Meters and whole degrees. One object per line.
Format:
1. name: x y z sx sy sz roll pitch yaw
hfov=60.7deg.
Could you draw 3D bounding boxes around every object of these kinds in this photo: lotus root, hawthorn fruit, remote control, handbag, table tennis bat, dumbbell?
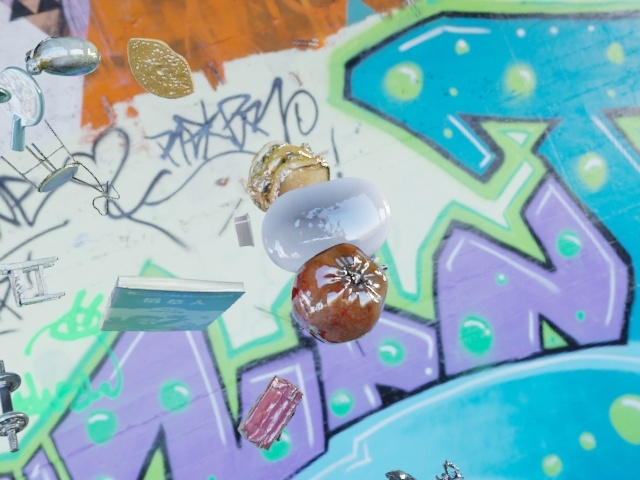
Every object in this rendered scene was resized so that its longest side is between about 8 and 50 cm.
1. lotus root: -0.548 -0.392 1.167 0.165 0.088 0.088 -23 -2 -38
2. hawthorn fruit: 0.022 0.129 1.173 0.208 0.208 0.248 -21 -17 -39
3. remote control: 0.010 -0.039 1.349 0.331 0.221 0.103 -11 -20 12
4. handbag: -0.154 0.552 1.751 0.225 0.135 0.146 -54 -5 -23
5. table tennis bat: -0.801 -0.343 1.454 0.237 0.149 0.038 -65 -6 33
6. dumbbell: -0.733 0.382 1.278 0.081 0.254 0.082 -22 -39 -19

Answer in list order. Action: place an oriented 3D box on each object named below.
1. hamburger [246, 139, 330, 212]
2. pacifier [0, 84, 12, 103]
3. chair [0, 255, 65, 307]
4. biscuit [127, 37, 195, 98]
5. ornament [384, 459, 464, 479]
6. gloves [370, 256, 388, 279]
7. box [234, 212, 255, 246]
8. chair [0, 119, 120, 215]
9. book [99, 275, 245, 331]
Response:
1. hamburger: -0.086 -0.181 1.675 0.211 0.261 0.245 25 -7 46
2. pacifier: -0.638 -0.306 1.009 0.126 0.117 0.150 2 -8 -1
3. chair: -0.987 0.146 1.767 0.270 0.147 0.136 -10 -5 -35
4. biscuit: -0.458 -0.486 1.562 0.142 0.220 0.029 -53 18 12
5. ornament: 0.312 0.700 1.592 0.202 0.080 0.236 18 13 32
6. gloves: 0.129 0.141 1.664 0.111 0.127 0.212 -7 50 34
7. box: -0.293 -0.037 2.101 0.062 0.122 0.089 -11 21 -5
8. chair: -0.806 -0.201 1.702 0.159 0.326 0.170 -36 7 37
9. book: -0.403 0.177 1.434 0.299 0.039 0.428 5 -23 -25
